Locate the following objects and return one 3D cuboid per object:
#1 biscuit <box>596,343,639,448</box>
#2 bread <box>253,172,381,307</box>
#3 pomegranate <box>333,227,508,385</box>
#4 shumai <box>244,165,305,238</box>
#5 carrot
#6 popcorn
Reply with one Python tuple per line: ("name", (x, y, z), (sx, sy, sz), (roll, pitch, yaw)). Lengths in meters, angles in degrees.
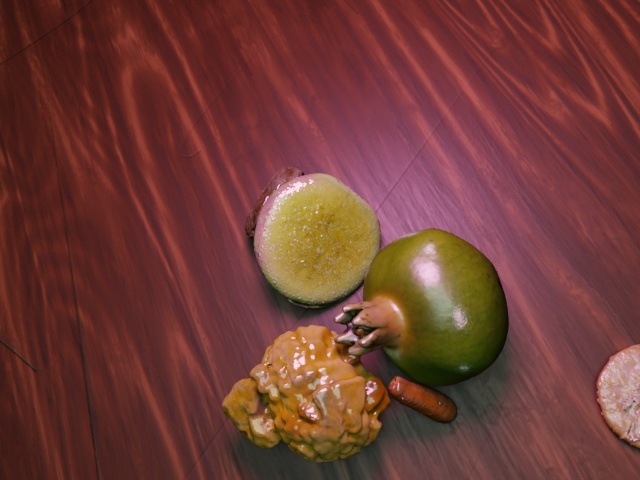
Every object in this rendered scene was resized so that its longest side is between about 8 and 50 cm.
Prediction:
("biscuit", (0.650, 0.305, 0.961), (0.220, 0.033, 0.219), (-3, 71, 9))
("bread", (-0.005, 0.003, 1.107), (0.302, 0.045, 0.300), (-1, 95, -15))
("pomegranate", (0.207, 0.122, 0.959), (0.359, 0.216, 0.309), (-9, 68, -33))
("shumai", (-0.069, -0.058, 1.182), (0.176, 0.166, 0.205), (36, 103, -12))
("carrot", (0.202, 0.312, 0.981), (0.060, 0.186, 0.060), (-35, 37, 32))
("popcorn", (-0.031, 0.301, 0.994), (0.333, 0.225, 0.264), (-10, 70, 8))
